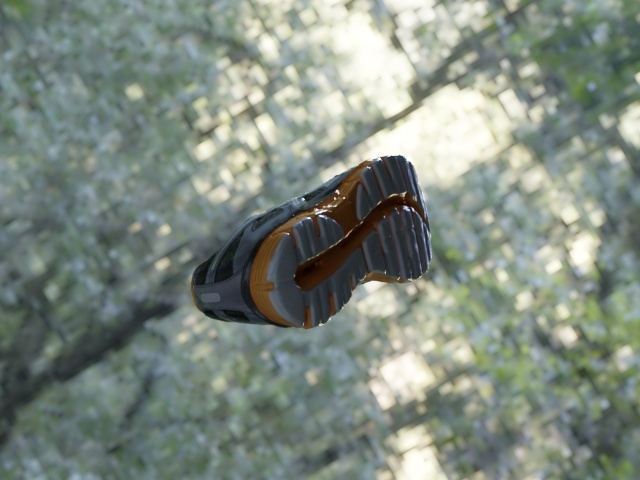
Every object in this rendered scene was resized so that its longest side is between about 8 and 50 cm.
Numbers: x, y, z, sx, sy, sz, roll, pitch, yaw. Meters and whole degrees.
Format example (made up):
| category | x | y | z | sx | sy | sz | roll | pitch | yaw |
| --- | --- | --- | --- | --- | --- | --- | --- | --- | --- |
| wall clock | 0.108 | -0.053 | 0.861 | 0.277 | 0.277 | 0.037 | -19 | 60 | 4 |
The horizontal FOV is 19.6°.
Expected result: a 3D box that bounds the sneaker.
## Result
| category | x | y | z | sx | sy | sz | roll | pitch | yaw |
| --- | --- | --- | --- | --- | --- | --- | --- | --- | --- |
| sneaker | 0.000 | 0.000 | 1.158 | 0.215 | 0.083 | 0.084 | -23 | 101 | -55 |
